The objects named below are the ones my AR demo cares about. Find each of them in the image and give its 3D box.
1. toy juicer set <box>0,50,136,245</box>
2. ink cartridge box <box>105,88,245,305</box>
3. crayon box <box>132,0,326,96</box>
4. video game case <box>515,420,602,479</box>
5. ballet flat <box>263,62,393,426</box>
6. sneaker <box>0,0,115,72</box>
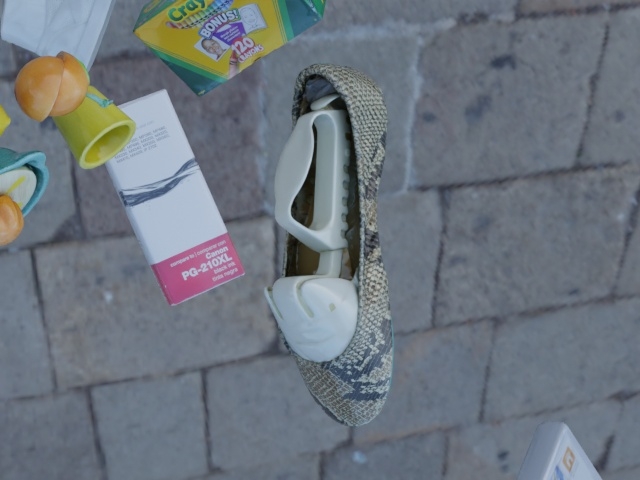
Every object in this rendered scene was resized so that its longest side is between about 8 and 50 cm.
[{"bbox_3d":[-0.319,-0.044,1.127,0.329,0.089,0.209,-39,168,-9],"label":"toy juicer set"},{"bbox_3d":[-0.188,-0.051,1.490,0.100,0.172,0.237,-24,94,-9],"label":"ink cartridge box"},{"bbox_3d":[-0.148,-0.372,2.018,0.278,0.081,0.165,-28,123,30],"label":"crayon box"},{"bbox_3d":[0.231,0.391,1.161,0.036,0.329,0.300,-7,130,41],"label":"video game case"},{"bbox_3d":[0.000,0.000,1.614,0.164,0.483,0.182,-4,172,31],"label":"ballet flat"},{"bbox_3d":[-0.373,-0.408,1.817,0.169,0.108,0.292,21,92,-6],"label":"sneaker"}]
